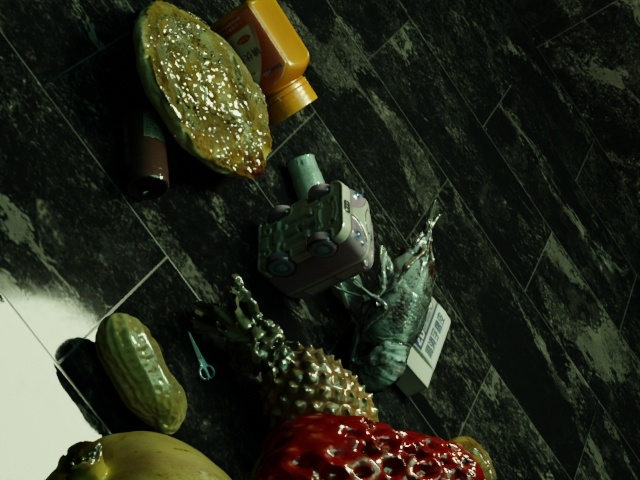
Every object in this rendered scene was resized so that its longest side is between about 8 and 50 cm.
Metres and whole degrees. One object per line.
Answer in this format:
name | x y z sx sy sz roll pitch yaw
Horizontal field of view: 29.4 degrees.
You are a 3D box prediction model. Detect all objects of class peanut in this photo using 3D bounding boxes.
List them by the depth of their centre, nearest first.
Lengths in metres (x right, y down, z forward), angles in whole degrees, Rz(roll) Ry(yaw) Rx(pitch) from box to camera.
peanut | -0.257 0.191 1.754 0.194 0.083 0.093 61 -3 -9

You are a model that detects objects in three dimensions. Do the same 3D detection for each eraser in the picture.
eraser | 0.178 0.189 2.373 0.124 0.068 0.210 51 34 -17

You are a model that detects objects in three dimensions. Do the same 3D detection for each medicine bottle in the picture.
medicine bottle | -0.107 -0.335 2.296 0.222 0.149 0.112 57 31 -7

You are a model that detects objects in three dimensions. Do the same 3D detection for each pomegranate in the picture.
pomegranate | -0.225 0.373 1.470 0.319 0.319 0.319 34 41 -36

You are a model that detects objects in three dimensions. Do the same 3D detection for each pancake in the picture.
pancake | -0.200 -0.262 2.106 0.356 0.065 0.356 40 36 -38

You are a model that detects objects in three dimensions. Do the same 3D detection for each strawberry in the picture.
strawberry | 0.067 0.367 1.772 0.317 0.345 0.295 90 -22 -60

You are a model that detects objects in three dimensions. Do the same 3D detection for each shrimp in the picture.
shrimp | 0.123 0.091 2.211 0.172 0.137 0.372 24 71 -44

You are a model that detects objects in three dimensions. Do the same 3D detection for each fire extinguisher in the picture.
fire extinguisher | -0.295 -0.185 1.988 0.099 0.071 0.231 38 37 -54

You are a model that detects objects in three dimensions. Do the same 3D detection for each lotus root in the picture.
lotus root | 0.247 0.424 2.256 0.095 0.135 0.159 41 24 -27

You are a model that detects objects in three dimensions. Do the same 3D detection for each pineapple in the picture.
pineapple | -0.052 0.208 1.950 0.361 0.175 0.175 55 33 -11

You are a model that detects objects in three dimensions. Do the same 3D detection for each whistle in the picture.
whistle | 0.013 -0.015 2.303 0.062 0.062 0.312 -1 67 -55

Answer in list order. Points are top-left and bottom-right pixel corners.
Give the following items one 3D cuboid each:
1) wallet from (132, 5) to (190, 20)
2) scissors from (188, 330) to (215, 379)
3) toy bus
wallet | -0.250 -0.312 2.184 0.149 0.044 0.250 -13 78 -54
scissors | -0.191 0.181 1.921 0.036 0.006 0.083 -18 81 -56
toy bus | 0.000 0.000 2.144 0.142 0.202 0.142 37 39 -36
